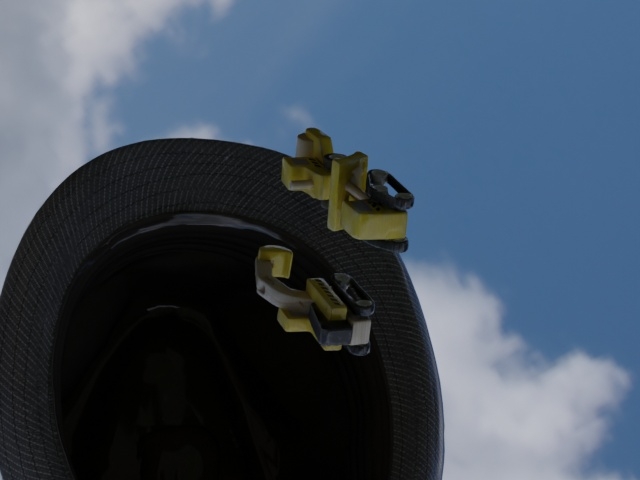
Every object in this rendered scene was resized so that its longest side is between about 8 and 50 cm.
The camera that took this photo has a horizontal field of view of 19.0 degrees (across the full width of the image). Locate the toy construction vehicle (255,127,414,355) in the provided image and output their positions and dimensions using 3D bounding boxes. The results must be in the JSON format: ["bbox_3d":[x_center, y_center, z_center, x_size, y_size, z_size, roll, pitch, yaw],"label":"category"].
[{"bbox_3d":[0.000,0.000,0.802,0.035,0.086,0.098,-6,-151,-23],"label":"toy construction vehicle"}]

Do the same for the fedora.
[{"bbox_3d":[-0.065,0.096,1.005,0.124,0.244,0.275,133,-48,-57],"label":"fedora"}]
